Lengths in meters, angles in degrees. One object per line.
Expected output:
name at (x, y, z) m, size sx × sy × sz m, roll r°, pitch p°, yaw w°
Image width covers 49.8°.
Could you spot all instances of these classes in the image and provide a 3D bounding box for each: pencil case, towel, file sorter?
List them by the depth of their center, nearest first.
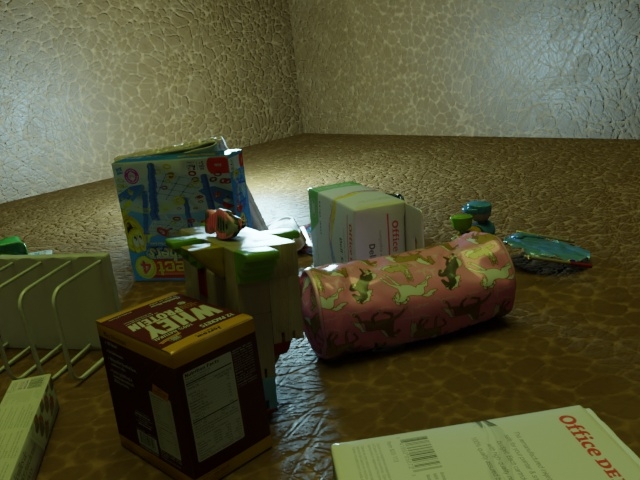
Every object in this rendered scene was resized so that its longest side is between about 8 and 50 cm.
pencil case at (0.147, 0.094, 1.226) m, size 0.386 × 0.160 × 0.167 m, roll -12°, pitch 18°, yaw -16°
file sorter at (-0.530, 0.144, 1.258) m, size 0.278 × 0.192 × 0.173 m, roll -2°, pitch 19°, yaw 16°
towel at (-0.338, -0.105, 1.791) m, size 0.332 × 0.317 × 0.053 m, roll -8°, pitch 37°, yaw 22°

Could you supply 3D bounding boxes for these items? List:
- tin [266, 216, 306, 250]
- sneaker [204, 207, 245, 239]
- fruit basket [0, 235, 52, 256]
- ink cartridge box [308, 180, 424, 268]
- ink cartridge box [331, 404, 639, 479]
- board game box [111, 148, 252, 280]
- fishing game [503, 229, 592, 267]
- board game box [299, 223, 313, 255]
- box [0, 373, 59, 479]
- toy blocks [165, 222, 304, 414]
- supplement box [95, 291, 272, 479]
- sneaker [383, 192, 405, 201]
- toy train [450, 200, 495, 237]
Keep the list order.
tin at (-0.102, -0.010, 1.831) m, size 0.106 × 0.040 × 0.189 m, roll -30°, pitch 26°, yaw -3°
sneaker at (-0.139, -0.026, 1.064) m, size 0.057 × 0.047 × 0.119 m, roll 5°, pitch 6°, yaw -25°
fruit basket at (-0.772, 0.128, 1.551) m, size 0.327 × 0.165 × 0.353 m, roll -12°, pitch 32°, yaw -17°
ink cartridge box at (0.089, 0.004, 1.464) m, size 0.119 × 0.207 × 0.353 m, roll -10°, pitch 16°, yaw -19°
ink cartridge box at (0.165, 0.275, 0.660) m, size 0.283 × 0.117 × 0.207 m, roll -8°, pitch 16°, yaw -4°
board game box at (-0.325, -0.057, 1.669) m, size 0.308 × 0.301 × 0.086 m, roll -2°, pitch 17°, yaw 17°
fishing game at (0.495, 0.024, 1.516) m, size 0.189 × 0.041 × 0.264 m, roll 9°, pitch 14°, yaw 6°
board game box at (0.000, 0.000, 1.844) m, size 0.145 × 0.027 × 0.281 m, roll -18°, pitch 20°, yaw -31°
box at (-0.424, 0.285, 0.952) m, size 0.067 × 0.063 × 0.324 m, roll -11°, pitch 16°, yaw -10°
toy blocks at (-0.130, 0.118, 1.103) m, size 0.191 × 0.260 × 0.381 m, roll -8°, pitch 11°, yaw -25°
supplement box at (-0.186, 0.194, 0.937) m, size 0.191 × 0.194 × 0.129 m, roll 10°, pitch 22°, yaw 44°
sneaker at (0.176, -0.074, 1.853) m, size 0.087 × 0.130 × 0.227 m, roll -8°, pitch 14°, yaw -13°
toy train at (0.304, 0.009, 1.481) m, size 0.105 × 0.143 × 0.248 m, roll 6°, pitch 20°, yaw 38°
